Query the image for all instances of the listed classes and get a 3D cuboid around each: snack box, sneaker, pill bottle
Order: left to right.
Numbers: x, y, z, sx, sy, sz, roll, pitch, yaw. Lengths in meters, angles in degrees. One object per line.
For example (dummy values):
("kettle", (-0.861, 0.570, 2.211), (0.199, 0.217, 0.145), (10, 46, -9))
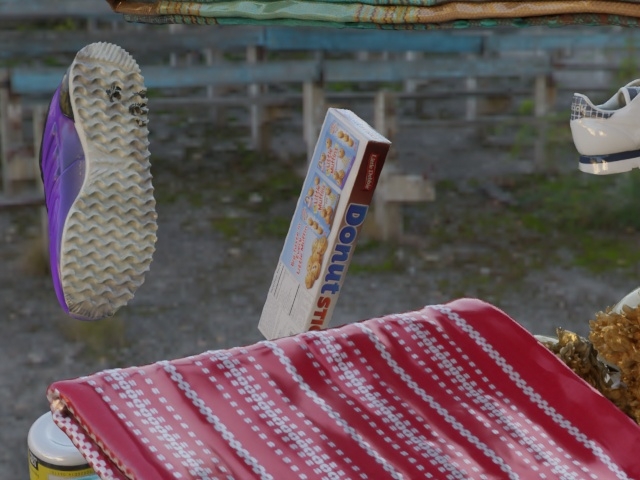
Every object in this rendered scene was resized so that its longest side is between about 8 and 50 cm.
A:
("pill bottle", (-0.293, 0.298, 1.540), (0.103, 0.184, 0.103), (3, 29, -2))
("sneaker", (-0.250, -0.052, 1.389), (0.102, 0.293, 0.146), (9, -16, -31))
("snack box", (0.000, 0.000, 0.913), (0.022, 0.178, 0.064), (7, 22, -30))
("sneaker", (0.396, -0.141, 1.443), (0.235, 0.095, 0.090), (-13, 9, -6))

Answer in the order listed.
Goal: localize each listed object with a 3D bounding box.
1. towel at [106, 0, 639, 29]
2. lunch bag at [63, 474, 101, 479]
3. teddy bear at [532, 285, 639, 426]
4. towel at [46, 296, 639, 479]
("towel", (0.075, -0.197, 0.566), (0.370, 0.271, 0.040), (11, -27, 50))
("lunch bag", (-0.186, 0.337, 1.292), (0.262, 0.223, 0.160), (-12, -5, 23))
("teddy bear", (0.259, 0.162, 0.942), (0.245, 0.338, 0.113), (-15, 37, 12))
("towel", (0.047, 0.098, 0.552), (0.274, 0.031, 0.199), (-7, 39, -46))
